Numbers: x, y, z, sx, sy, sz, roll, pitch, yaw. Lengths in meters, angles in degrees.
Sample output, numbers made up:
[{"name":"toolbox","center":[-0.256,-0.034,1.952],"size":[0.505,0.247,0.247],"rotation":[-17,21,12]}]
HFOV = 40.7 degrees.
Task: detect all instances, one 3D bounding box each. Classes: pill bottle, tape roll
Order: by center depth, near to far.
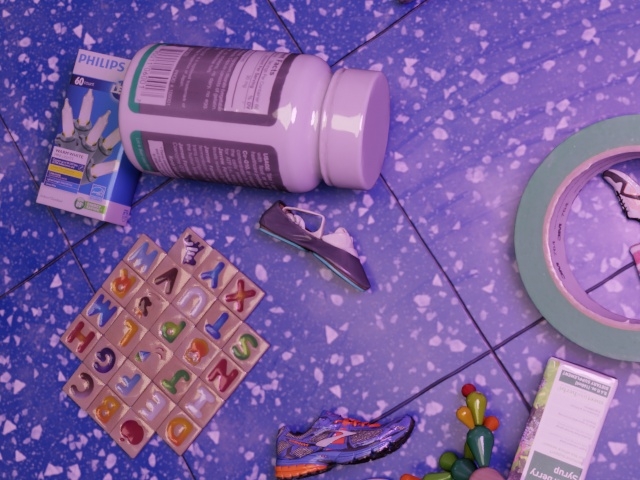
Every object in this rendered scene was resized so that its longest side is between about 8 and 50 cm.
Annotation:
[{"name":"tape roll","center":[0.421,-0.003,1.137],"size":[0.321,0.077,0.321],"rotation":[0,90,32]},{"name":"pill bottle","center":[-0.092,-0.177,1.270],"size":[0.361,0.204,0.204],"rotation":[9,87,15]}]

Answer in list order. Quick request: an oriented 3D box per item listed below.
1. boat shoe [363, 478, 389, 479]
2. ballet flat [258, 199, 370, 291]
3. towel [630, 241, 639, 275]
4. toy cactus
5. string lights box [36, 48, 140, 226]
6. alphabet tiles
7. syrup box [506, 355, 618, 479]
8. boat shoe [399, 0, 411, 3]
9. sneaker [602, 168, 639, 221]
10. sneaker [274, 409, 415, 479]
[{"name":"boat shoe","center":[0.030,0.396,1.257],"size":[0.170,0.059,0.063],"rotation":[-25,79,11]},{"name":"ballet flat","center":[0.000,0.000,1.300],"size":[0.203,0.074,0.074],"rotation":[31,93,18]},{"name":"towel","center":[0.519,0.070,1.158],"size":[0.144,0.029,0.196],"rotation":[-25,74,27]},{"name":"toy cactus","center":[0.198,0.312,1.163],"size":[0.112,0.180,0.218],"rotation":[23,87,-17]},{"name":"string lights box","center":[-0.354,-0.166,1.404],"size":[0.134,0.077,0.259],"rotation":[14,88,17]},{"name":"alphabet tiles","center":[-0.254,0.163,1.380],"size":[0.285,0.011,0.342],"rotation":[40,95,15]},{"name":"syrup box","center":[0.320,0.283,1.173],"size":[0.093,0.096,0.236],"rotation":[19,89,18]},{"name":"boat shoe","center":[0.245,-0.429,1.255],"size":[0.307,0.113,0.104],"rotation":[-15,87,16]},{"name":"sneaker","center":[0.434,-0.057,1.205],"size":[0.043,0.040,0.109],"rotation":[-47,75,8]},{"name":"sneaker","center":[0.030,0.286,1.260],"size":[0.221,0.083,0.087],"rotation":[-17,73,9]}]
